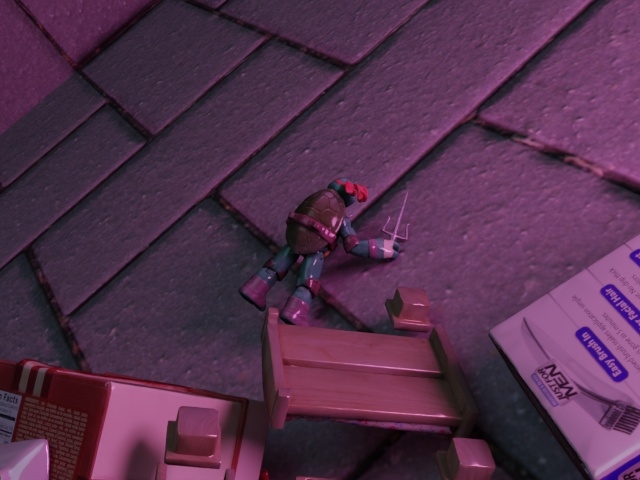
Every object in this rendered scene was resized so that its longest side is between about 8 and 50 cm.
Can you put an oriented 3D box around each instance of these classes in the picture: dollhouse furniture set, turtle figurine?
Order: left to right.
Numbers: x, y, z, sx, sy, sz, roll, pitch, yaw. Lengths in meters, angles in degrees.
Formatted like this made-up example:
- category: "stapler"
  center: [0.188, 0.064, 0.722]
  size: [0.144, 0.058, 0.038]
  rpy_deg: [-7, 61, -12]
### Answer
- category: "dollhouse furniture set"
  center: [-0.019, 0.196, 0.796]
  size: [0.303, 0.174, 0.355]
  rpy_deg: [8, 29, -12]
- category: "turtle figurine"
  center: [0.000, 0.000, 1.062]
  size: [0.175, 0.118, 0.234]
  rpy_deg: [21, 71, 49]

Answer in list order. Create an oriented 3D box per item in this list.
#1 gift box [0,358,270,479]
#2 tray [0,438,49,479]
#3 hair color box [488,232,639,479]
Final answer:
- category: "gift box"
  center: [-0.220, 0.268, 0.821]
  size: [0.255, 0.258, 0.276]
  rpy_deg: [8, 81, 37]
- category: "tray"
  center: [-0.293, 0.308, 0.678]
  size: [0.145, 0.030, 0.270]
  rpy_deg: [-14, 68, 32]
- category: "hair color box"
  center: [0.342, 0.072, 0.700]
  size: [0.339, 0.110, 0.185]
  rpy_deg: [-32, 38, 4]
